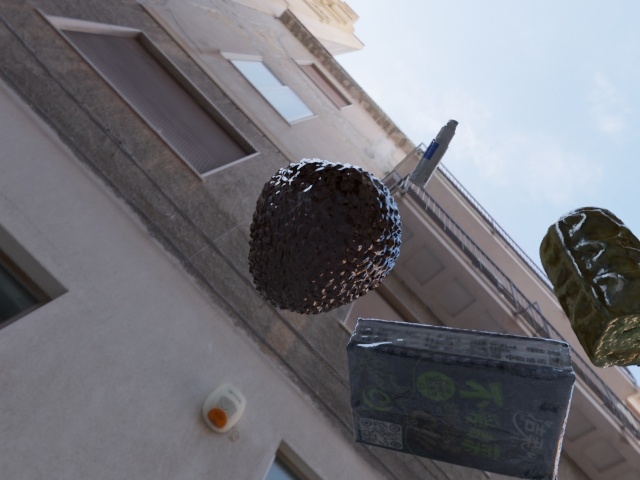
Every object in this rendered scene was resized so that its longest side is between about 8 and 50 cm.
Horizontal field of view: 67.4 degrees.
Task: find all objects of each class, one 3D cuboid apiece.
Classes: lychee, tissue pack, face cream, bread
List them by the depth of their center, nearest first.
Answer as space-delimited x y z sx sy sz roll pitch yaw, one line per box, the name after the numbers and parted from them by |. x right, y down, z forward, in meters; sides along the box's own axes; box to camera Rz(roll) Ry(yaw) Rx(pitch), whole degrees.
0.002 -0.006 0.576 0.194 0.194 0.194 5 -71 14 | lychee
0.442 0.055 0.758 0.130 0.267 0.152 36 -58 -24 | bread
0.205 -0.157 0.856 0.034 0.034 0.130 32 -88 3 | face cream
0.256 0.309 0.932 0.394 0.124 0.288 4 -58 19 | tissue pack
